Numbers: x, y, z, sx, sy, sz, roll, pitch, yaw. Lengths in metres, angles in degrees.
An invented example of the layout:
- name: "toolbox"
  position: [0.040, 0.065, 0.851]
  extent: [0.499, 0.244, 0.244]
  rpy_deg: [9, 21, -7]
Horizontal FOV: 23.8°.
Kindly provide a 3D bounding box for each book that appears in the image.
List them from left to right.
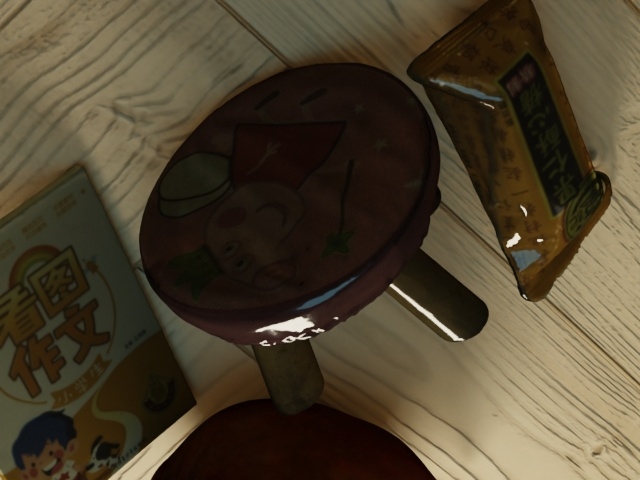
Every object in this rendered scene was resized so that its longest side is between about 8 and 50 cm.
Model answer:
- name: "book"
  position: [-0.243, 0.105, 1.402]
  extent: [0.208, 0.020, 0.295]
  rpy_deg: [-40, 127, -26]

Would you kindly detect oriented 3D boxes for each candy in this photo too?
- name: "candy"
  position: [0.178, -0.081, 1.320]
  extent: [0.143, 0.101, 0.271]
  rpy_deg: [-43, 124, -19]

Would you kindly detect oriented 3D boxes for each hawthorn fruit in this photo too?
- name: "hawthorn fruit"
  position: [-0.014, 0.309, 1.468]
  extent: [0.324, 0.308, 0.308]
  rpy_deg: [32, 117, -30]

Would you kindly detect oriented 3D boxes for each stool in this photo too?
- name: "stool"
  position: [0.000, 0.000, 1.289]
  extent: [0.272, 0.272, 0.178]
  rpy_deg: [-24, 136, 13]
